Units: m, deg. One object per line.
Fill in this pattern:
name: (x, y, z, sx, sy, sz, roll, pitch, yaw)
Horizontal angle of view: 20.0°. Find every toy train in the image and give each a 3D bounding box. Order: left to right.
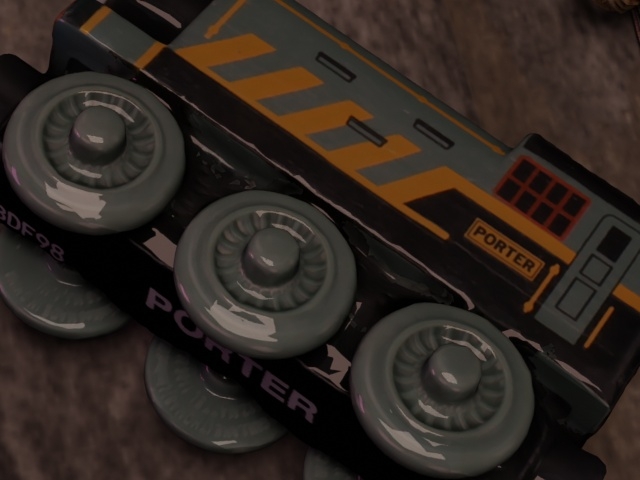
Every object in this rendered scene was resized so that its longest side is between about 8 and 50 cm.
toy train: (0.000, 0.000, 0.810, 0.334, 0.142, 0.190, 34, 57, 9)

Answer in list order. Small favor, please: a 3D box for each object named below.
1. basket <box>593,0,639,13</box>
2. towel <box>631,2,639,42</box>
basket: (0.200, -0.296, 0.889, 0.223, 0.213, 0.299, -14, 68, -12)
towel: (0.188, -0.132, 0.939, 0.060, 0.009, 0.083, -7, 70, -8)
